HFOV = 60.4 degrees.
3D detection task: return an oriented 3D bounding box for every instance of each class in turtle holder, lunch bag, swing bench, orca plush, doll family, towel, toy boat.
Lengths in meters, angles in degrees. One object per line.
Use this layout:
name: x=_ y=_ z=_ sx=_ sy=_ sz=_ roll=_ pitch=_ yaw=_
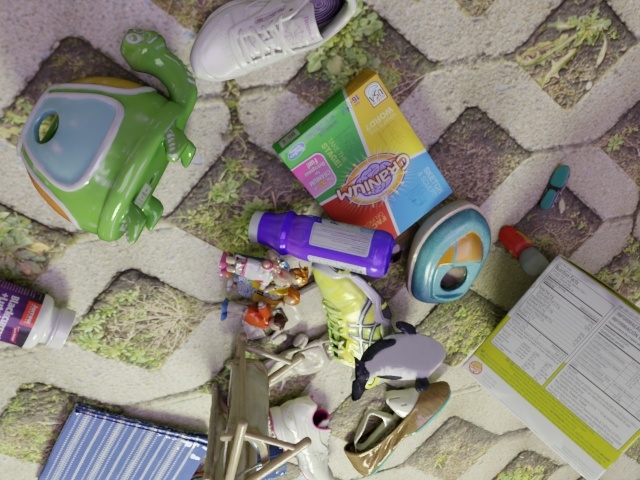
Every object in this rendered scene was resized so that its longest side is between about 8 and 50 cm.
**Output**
turtle holder: x=-0.330 y=-0.166 z=0.883 sx=0.227 sy=0.243 sz=0.320 roll=28 pitch=114 yaw=-9
lunch bag: x=-0.137 y=0.567 z=1.399 sx=0.098 sy=0.065 sz=0.067 roll=-9 pitch=117 yaw=-14
swing bench: x=-0.154 y=0.388 z=1.177 sx=0.165 sy=0.253 sz=0.255 roll=24 pitch=116 yaw=-20
orca plush: x=0.146 y=0.271 z=1.168 sx=0.287 sy=0.151 sz=0.102 roll=-22 pitch=170 yaw=-48
doll family: x=-0.109 y=0.081 z=1.114 sx=0.163 sy=0.118 sz=0.263 roll=12 pitch=142 yaw=0
towel: x=-0.451 y=0.513 z=1.293 sx=0.335 sy=0.040 sz=0.243 roll=23 pitch=108 yaw=-22
toy boat: x=0.352 y=0.033 z=1.230 sx=0.318 sy=0.148 sz=0.268 roll=-6 pitch=128 yaw=-18

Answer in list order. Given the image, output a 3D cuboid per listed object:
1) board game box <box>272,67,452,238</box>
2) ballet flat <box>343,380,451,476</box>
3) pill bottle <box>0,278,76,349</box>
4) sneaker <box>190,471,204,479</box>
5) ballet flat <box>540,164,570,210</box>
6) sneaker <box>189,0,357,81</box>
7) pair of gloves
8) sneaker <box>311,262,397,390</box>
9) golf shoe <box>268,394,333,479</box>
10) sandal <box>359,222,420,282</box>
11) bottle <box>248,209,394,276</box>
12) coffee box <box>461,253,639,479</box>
board game box: x=0.093 y=-0.145 z=1.122 sx=0.242 sy=0.064 sz=0.316 roll=-39 pitch=120 yaw=4
ballet flat: x=0.187 y=0.471 z=1.443 sx=0.124 sy=0.116 sz=0.342 roll=40 pitch=103 yaw=-10
pill bottle: x=-0.570 y=0.139 z=1.029 sx=0.193 sy=0.108 sz=0.108 roll=25 pitch=106 yaw=-26
sneaker: x=-0.252 y=0.617 z=1.381 sx=0.161 sy=0.075 sz=0.057 roll=-5 pitch=116 yaw=-15
ballet flat: x=0.556 y=-0.124 z=1.298 sx=0.041 sy=0.041 sz=0.114 roll=13 pitch=111 yaw=-23
sneaker: x=-0.079 y=-0.356 z=0.916 sx=0.305 sy=0.152 sz=0.114 roll=-28 pitch=122 yaw=-1
pair of gloves: x=-0.063 y=0.226 z=1.269 sx=0.204 sy=0.042 sz=0.240 roll=-19 pitch=120 yaw=-8
sneaker: x=0.076 y=0.196 z=1.224 sx=0.147 sy=0.145 sz=0.385 roll=-40 pitch=120 yaw=-15
golf shoe: x=-0.016 y=0.511 z=1.386 sx=0.140 sy=0.115 sz=0.306 roll=-30 pitch=121 yaw=-5
sandal: x=0.158 y=0.028 z=1.235 sx=0.180 sy=0.049 sz=0.072 roll=-42 pitch=121 yaw=5
bottle: x=0.000 y=0.000 z=1.084 sx=0.282 sy=0.118 sz=0.092 roll=13 pitch=90 yaw=13
coffee box: x=0.592 y=0.268 z=1.255 sx=0.334 sy=0.338 sz=0.337 roll=-54 pitch=154 yaw=13
